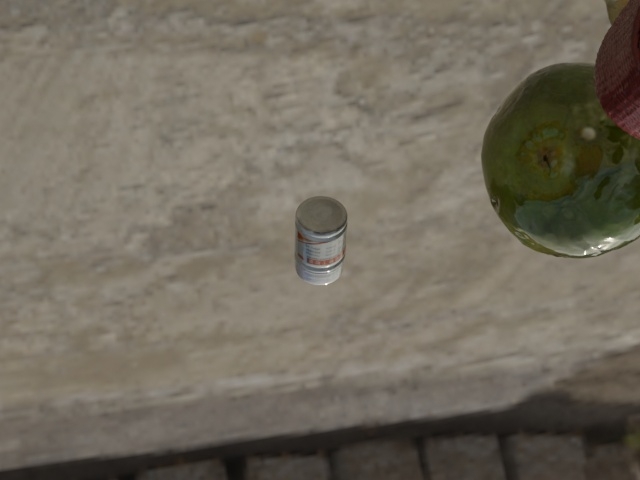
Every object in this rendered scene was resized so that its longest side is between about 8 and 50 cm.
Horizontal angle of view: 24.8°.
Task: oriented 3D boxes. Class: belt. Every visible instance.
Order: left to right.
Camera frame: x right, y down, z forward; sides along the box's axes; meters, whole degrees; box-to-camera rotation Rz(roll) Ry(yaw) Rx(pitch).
[{"bbox_3d":[0.300,-0.160,1.105,0.201,0.128,0.124,-43,177,-13],"label":"belt"}]

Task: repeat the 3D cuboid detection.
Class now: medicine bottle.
[{"bbox_3d":[0.000,0.000,1.565,0.057,0.057,0.089,-8,141,-9],"label":"medicine bottle"}]

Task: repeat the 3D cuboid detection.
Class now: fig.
[{"bbox_3d":[0.311,-0.071,1.667,0.233,0.233,0.314,-16,152,17],"label":"fig"}]

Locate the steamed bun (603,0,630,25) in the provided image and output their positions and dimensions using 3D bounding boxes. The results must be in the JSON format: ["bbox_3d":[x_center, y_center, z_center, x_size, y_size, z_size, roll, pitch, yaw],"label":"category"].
[{"bbox_3d":[0.345,-0.254,1.343,0.192,0.177,0.106,-47,-162,-24],"label":"steamed bun"}]
